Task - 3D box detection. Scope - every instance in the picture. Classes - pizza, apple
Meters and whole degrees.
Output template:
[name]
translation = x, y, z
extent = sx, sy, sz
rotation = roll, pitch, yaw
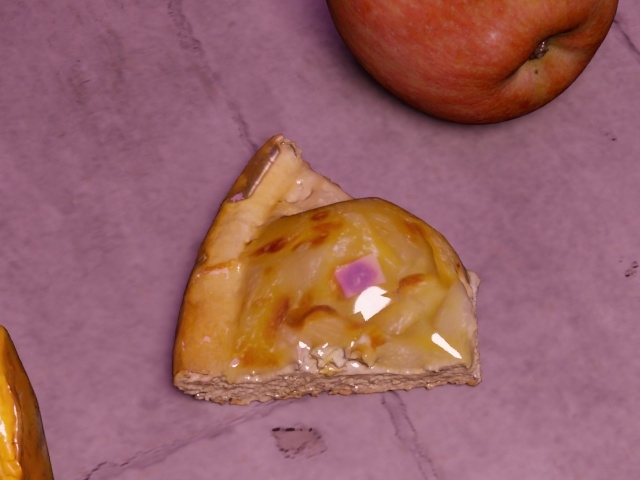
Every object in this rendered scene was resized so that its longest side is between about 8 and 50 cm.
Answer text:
[pizza]
translation = 0.007, 0.005, 1.070
extent = 0.188, 0.081, 0.204
rotation = 1, 52, 4
[apple]
translation = 0.101, -0.173, 1.132
extent = 0.188, 0.188, 0.174
rotation = -30, 62, -18

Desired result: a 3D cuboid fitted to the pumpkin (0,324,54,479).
[pumpkin]
translation = -0.213, 0.164, 0.919
extent = 0.131, 0.126, 0.248
rotation = -4, 41, 5
